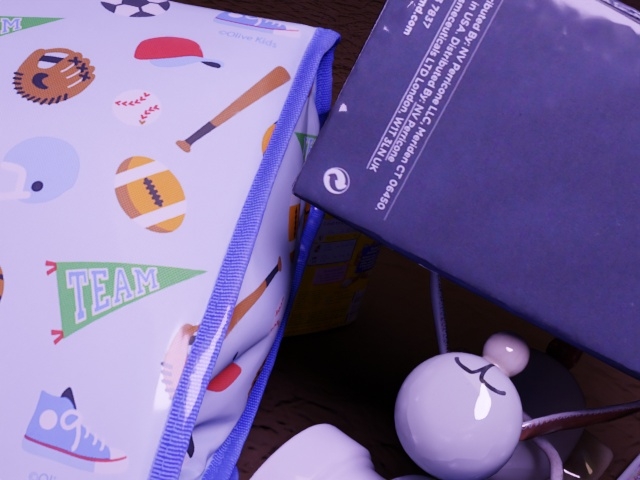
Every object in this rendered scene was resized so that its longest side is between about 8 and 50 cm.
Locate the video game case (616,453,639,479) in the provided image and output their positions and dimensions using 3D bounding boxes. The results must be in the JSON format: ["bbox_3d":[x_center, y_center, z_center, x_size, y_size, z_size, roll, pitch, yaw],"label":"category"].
[{"bbox_3d":[0.290,0.247,0.759,0.143,0.019,0.157,34,36,27],"label":"video game case"}]

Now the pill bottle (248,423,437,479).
[{"bbox_3d":[0.068,0.233,0.545,0.265,0.153,0.153,34,35,26],"label":"pill bottle"}]

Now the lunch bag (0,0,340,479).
[{"bbox_3d":[-0.188,0.029,0.623,0.328,0.239,0.385,11,52,8],"label":"lunch bag"}]

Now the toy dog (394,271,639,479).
[{"bbox_3d":[0.149,0.105,0.670,0.220,0.161,0.333,35,-3,0],"label":"toy dog"}]

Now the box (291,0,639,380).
[{"bbox_3d":[0.162,-0.045,0.629,0.294,0.182,0.296,27,9,3],"label":"box"}]

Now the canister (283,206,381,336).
[{"bbox_3d":[0.000,0.000,0.863,0.126,0.170,0.073,-7,39,-34],"label":"canister"}]
